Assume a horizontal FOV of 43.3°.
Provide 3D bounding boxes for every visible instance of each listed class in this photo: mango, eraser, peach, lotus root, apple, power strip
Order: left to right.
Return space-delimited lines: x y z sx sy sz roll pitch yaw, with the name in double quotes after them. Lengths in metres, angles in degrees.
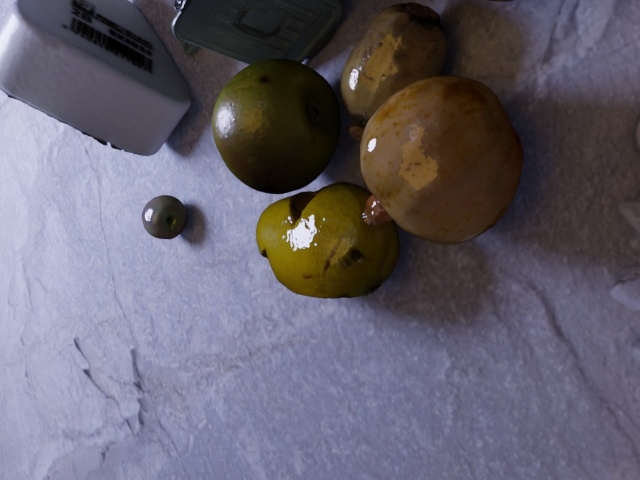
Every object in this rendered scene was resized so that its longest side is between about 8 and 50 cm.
-0.419 -0.315 1.407 0.150 0.331 0.331 -49 61 31 "eraser"
-0.279 -0.042 1.444 0.083 0.083 0.083 2 92 41 "peach"
-0.217 -0.365 1.418 0.090 0.016 0.040 -32 70 38 "power strip"
-0.059 -0.168 1.171 0.157 0.196 0.196 -10 84 42 "apple"
0.000 0.000 1.167 0.262 0.130 0.167 -2 85 46 "mango"
0.091 -0.213 1.088 0.221 0.118 0.125 -63 38 20 "lotus root"

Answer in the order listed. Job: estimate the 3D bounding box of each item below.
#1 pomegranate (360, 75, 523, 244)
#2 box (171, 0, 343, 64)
0.147 -0.099 0.986 0.207 0.207 0.207 2 92 41 "pomegranate"
-0.104 -0.365 1.182 0.163 0.243 0.135 -44 53 35 "box"
